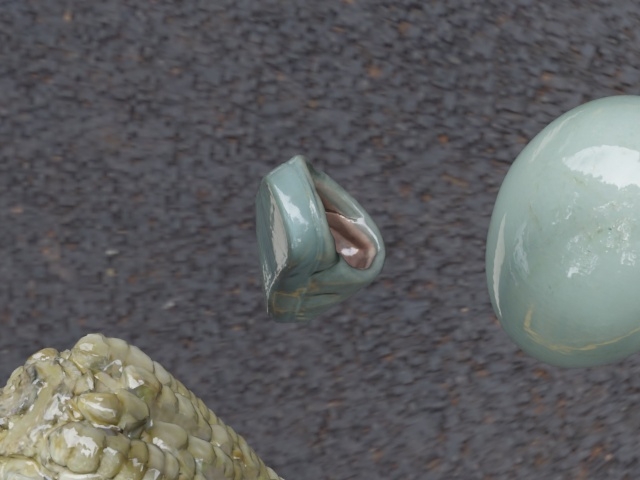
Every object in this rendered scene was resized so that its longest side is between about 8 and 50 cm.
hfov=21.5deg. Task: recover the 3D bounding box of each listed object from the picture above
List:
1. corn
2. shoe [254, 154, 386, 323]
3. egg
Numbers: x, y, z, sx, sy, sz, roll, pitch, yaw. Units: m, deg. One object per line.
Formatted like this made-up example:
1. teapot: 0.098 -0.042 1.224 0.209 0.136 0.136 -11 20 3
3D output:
1. corn: -0.047 0.116 0.652 0.087 0.211 0.087 -25 41 24
2. shoe: 0.000 0.000 1.341 0.100 0.251 0.103 -8 77 -4
3. egg: 0.283 0.001 1.706 0.230 0.371 0.230 4 58 -7
